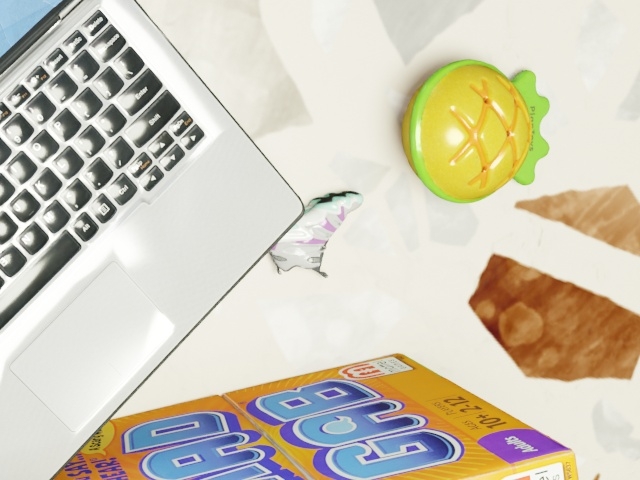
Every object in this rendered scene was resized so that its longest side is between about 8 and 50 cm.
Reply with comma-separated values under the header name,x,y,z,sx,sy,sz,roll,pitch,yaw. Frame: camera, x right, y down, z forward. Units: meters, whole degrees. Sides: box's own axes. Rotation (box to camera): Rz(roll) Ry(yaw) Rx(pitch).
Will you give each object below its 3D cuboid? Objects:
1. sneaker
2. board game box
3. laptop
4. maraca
name,x,y,z,sx,sy,sz,roll,pitch,yaw
sneaker,0.000,0.000,1.351,0.098,0.038,0.069,-22,105,-4
board game box,-0.010,0.330,1.223,0.356,0.356,0.356,-12,101,-16
laptop,-0.206,-0.026,1.033,0.382,0.236,0.408,-47,114,-16
maraca,0.145,-0.098,1.354,0.186,0.099,0.127,-7,103,-43
